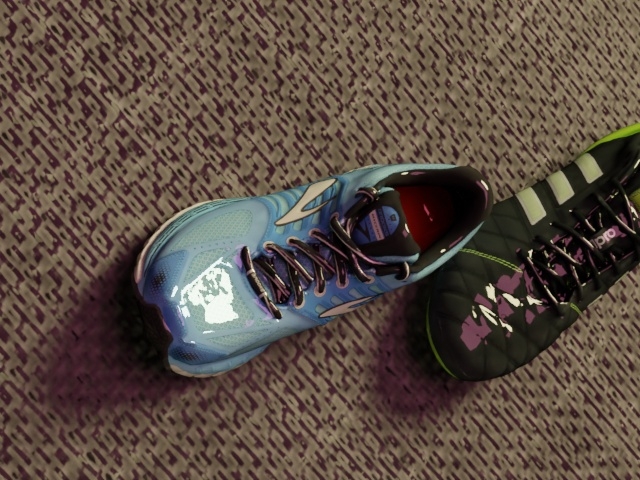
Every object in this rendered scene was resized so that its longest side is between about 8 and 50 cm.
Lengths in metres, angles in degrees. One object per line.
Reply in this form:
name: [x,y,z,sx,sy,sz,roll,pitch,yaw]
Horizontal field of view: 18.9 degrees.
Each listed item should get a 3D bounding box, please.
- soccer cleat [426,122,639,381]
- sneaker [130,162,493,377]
soccer cleat: [0.111,-0.004,0.805,0.179,0.072,0.060,-39,100,-35]
sneaker: [0.000,0.000,0.727,0.162,0.073,0.063,-25,92,-37]
